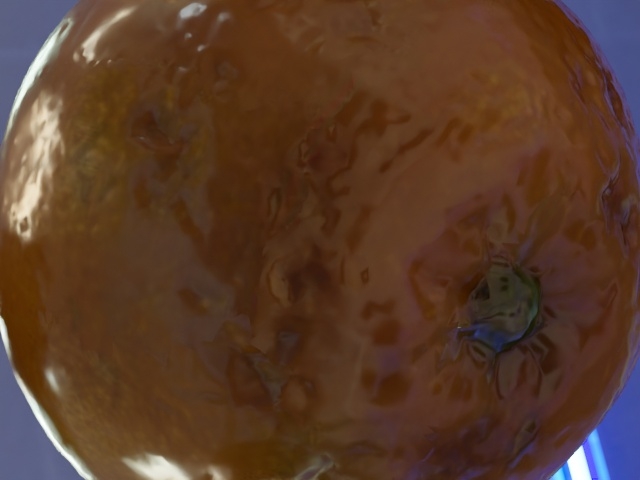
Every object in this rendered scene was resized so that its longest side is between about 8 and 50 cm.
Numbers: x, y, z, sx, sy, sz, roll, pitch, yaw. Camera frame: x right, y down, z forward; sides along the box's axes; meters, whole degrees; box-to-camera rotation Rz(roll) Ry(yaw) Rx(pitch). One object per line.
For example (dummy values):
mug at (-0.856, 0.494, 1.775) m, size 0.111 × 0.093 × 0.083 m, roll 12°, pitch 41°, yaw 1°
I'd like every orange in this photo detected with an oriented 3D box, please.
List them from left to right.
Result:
orange at (0.000, 0.000, 0.771) m, size 0.261 × 0.261 × 0.261 m, roll 17°, pitch -116°, yaw -37°
